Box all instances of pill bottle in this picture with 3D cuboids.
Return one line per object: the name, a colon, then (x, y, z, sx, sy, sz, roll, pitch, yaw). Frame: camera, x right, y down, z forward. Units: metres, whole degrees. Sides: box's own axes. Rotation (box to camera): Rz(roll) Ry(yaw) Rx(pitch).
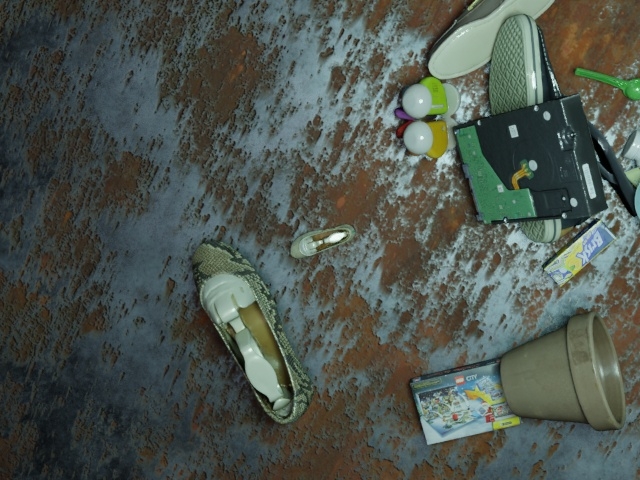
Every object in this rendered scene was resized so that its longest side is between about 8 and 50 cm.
pill bottle: (0.756, -0.183, 1.821, 0.160, 0.087, 0.087, 24, 100, 4)

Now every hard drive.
hard drive: (0.426, -0.157, 1.716, 0.064, 0.339, 0.237, -20, 96, -28)

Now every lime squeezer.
lime squeezer: (0.705, -0.301, 1.816, 0.310, 0.059, 0.110, 41, 74, 11)

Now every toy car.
toy car: (0.229, -0.276, 1.870, 0.136, 0.159, 0.182, 7, 105, 46)

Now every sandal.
sandal: (0.634, -0.159, 1.836, 0.054, 0.097, 0.254, -30, 93, 11)

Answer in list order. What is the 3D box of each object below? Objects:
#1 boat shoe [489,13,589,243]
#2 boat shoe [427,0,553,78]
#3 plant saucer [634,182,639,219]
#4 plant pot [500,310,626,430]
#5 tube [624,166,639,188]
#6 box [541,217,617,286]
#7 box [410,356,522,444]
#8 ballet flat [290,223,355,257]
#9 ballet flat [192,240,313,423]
boat shoe: (0.488, -0.245, 1.805, 0.156, 0.187, 0.500, -17, 101, -13)
boat shoe: (0.367, -0.486, 1.833, 0.324, 0.096, 0.116, -38, 131, 14)
plant saucer: (0.773, -0.093, 1.762, 0.195, 0.037, 0.195, 8, 118, 15)
plant pot: (0.534, 0.306, 1.853, 0.229, 0.263, 0.263, -15, 95, 26)
tube: (0.779, -0.078, 1.825, 0.240, 0.062, 0.070, 44, 112, -9)
box: (0.590, 0.026, 1.889, 0.169, 0.054, 0.059, -44, 90, 10)
box: (0.347, 0.383, 1.975, 0.233, 0.044, 0.159, -15, 95, 10)
ballet flat: (0.000, 0.000, 1.970, 0.168, 0.052, 0.057, -21, 94, 10)
ballet flat: (-0.167, 0.220, 1.957, 0.164, 0.182, 0.482, -28, 92, 12)
